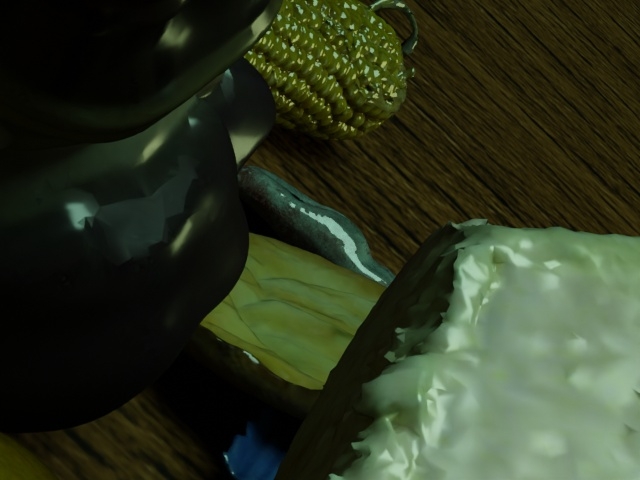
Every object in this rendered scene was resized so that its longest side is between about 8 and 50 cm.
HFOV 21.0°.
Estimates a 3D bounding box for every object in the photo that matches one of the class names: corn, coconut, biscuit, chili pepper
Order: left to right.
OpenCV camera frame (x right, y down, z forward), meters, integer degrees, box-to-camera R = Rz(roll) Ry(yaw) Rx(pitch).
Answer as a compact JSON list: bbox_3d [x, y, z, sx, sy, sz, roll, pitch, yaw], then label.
[{"bbox_3d":[-0.052,-0.130,1.058,0.293,0.106,0.106,13,42,-48],"label":"corn"},{"bbox_3d":[0.001,-0.001,1.026,0.153,0.041,0.050,46,-16,-3],"label":"chili pepper"},{"bbox_3d":[0.025,0.066,0.897,0.260,0.041,0.203,28,13,1],"label":"biscuit"},{"bbox_3d":[0.126,0.202,0.600,0.404,0.404,0.405,36,28,-23],"label":"coconut"}]

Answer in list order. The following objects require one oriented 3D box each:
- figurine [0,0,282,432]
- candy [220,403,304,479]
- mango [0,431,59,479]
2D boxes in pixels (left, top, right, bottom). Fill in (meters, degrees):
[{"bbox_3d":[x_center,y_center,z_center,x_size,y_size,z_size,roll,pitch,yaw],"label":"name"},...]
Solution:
[{"bbox_3d":[-0.118,-0.065,0.616,0.206,0.365,0.218,35,60,8],"label":"figurine"},{"bbox_3d":[0.087,0.191,0.859,0.331,0.077,0.187,48,18,2],"label":"candy"},{"bbox_3d":[-0.150,0.109,0.523,0.236,0.166,0.136,17,79,-79],"label":"mango"}]
